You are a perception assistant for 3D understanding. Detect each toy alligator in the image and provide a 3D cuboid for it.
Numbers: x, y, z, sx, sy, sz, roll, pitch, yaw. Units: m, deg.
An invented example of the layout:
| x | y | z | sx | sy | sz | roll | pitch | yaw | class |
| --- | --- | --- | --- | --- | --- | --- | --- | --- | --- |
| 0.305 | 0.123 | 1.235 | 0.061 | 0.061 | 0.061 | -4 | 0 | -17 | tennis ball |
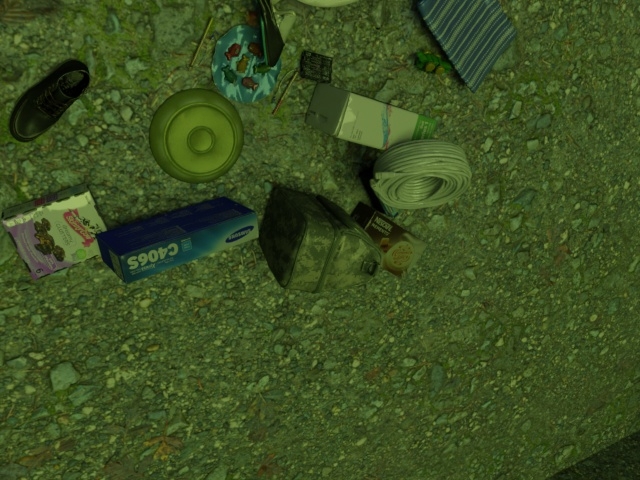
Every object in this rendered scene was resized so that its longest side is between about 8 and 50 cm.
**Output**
| x | y | z | sx | sy | sz | roll | pitch | yaw | class |
| --- | --- | --- | --- | --- | --- | --- | --- | --- | --- |
| 0.332 | -0.497 | 1.593 | 0.189 | 0.056 | 0.051 | 5 | 154 | -36 | toy alligator |

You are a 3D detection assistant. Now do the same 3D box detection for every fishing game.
| x | y | z | sx | sy | sz | roll | pitch | yaw | class |
| --- | --- | --- | --- | --- | --- | --- | --- | --- | --- |
| -0.176 | -0.430 | 1.367 | 0.264 | 0.041 | 0.189 | 26 | 100 | -34 | fishing game |

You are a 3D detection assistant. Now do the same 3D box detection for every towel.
| x | y | z | sx | sy | sz | roll | pitch | yaw | class |
| --- | --- | --- | --- | --- | --- | --- | --- | --- | --- |
| 0.420 | -0.620 | 1.562 | 0.336 | 0.040 | 0.243 | 42 | 79 | -34 | towel |

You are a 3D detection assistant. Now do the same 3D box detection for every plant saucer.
| x | y | z | sx | sy | sz | roll | pitch | yaw | class |
| --- | --- | --- | --- | --- | --- | --- | --- | --- | --- |
| -0.300 | -0.252 | 1.383 | 0.240 | 0.037 | 0.241 | -11 | 117 | -23 | plant saucer |

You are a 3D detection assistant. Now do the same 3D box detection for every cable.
| x | y | z | sx | sy | sz | roll | pitch | yaw | class |
| --- | --- | --- | --- | --- | --- | --- | --- | --- | --- |
| 0.263 | -0.167 | 1.464 | 0.257 | 0.089 | 0.257 | -11 | 156 | 11 | cable |

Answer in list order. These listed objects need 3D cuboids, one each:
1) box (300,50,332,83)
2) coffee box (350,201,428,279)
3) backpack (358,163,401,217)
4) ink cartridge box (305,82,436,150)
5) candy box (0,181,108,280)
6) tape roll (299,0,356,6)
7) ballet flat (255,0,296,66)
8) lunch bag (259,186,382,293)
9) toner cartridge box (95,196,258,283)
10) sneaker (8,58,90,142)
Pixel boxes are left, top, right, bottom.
| x | y | z | sx | sy | sz | roll | pitch | yaw | class |
| --- | --- | --- | --- | --- | --- | --- | --- | --- | --- |
| -0.010 | -0.448 | 1.440 | 0.083 | 0.018 | 0.067 | 4 | 87 | -29 | box |
| 0.191 | 0.003 | 1.708 | 0.246 | 0.098 | 0.141 | 30 | 96 | -34 | coffee box |
| 0.226 | -0.173 | 1.639 | 0.173 | 0.117 | 0.158 | -36 | 122 | -10 | backpack |
| 0.129 | -0.316 | 1.474 | 0.278 | 0.201 | 0.117 | 9 | 107 | -29 | ink cartridge box |
| -0.610 | -0.023 | 1.306 | 0.196 | 0.070 | 0.165 | -23 | 120 | -17 | candy box |
| 0.015 | -0.737 | 1.258 | 0.391 | 0.072 | 0.392 | -5 | 116 | -11 | tape roll |
| -0.108 | -0.531 | 1.258 | 0.096 | 0.095 | 0.281 | -10 | 131 | 4 | ballet flat |
| 0.000 | 0.000 | 1.495 | 0.255 | 0.305 | 0.213 | 12 | 109 | -27 | lunch bag |
| -0.341 | -0.011 | 1.351 | 0.347 | 0.165 | 0.075 | -21 | 121 | -32 | toner cartridge box |
| -0.577 | -0.292 | 1.175 | 0.222 | 0.118 | 0.083 | -49 | 124 | 0 | sneaker |
